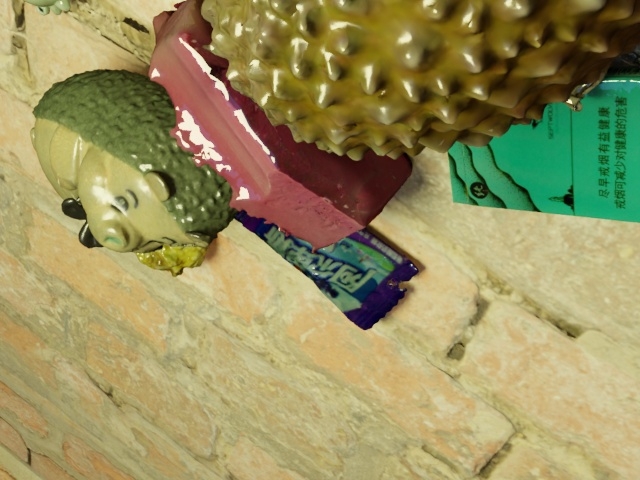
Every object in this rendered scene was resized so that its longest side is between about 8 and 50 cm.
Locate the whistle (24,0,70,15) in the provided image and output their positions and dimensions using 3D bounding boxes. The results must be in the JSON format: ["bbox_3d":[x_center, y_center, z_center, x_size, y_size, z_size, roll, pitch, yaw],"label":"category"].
[{"bbox_3d":[-0.377,-0.407,1.003,0.102,0.106,0.253,6,140,-5],"label":"whistle"}]

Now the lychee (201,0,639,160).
[{"bbox_3d":[0.096,-0.253,0.545,0.380,0.380,0.432,36,99,9],"label":"lychee"}]

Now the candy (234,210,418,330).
[{"bbox_3d":[0.000,0.000,1.058,0.275,0.070,0.145,42,129,6],"label":"candy"}]

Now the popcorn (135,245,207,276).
[{"bbox_3d":[-0.233,0.009,1.209,0.121,0.116,0.106,-22,124,1],"label":"popcorn"}]

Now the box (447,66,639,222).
[{"bbox_3d":[0.242,-0.104,0.809,0.226,0.042,0.161,8,125,32],"label":"box"}]

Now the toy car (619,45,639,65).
[{"bbox_3d":[0.310,-0.224,0.650,0.071,0.062,0.165,42,137,4],"label":"toy car"}]

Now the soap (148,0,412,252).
[{"bbox_3d":[-0.050,-0.147,0.878,0.127,0.220,0.325,-33,98,38],"label":"soap"}]

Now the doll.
[{"bbox_3d":[-0.240,-0.097,1.007,0.349,0.247,0.247,20,133,41],"label":"doll"}]

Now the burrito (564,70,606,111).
[{"bbox_3d":[0.178,-0.211,0.748,0.229,0.058,0.063,43,159,23],"label":"burrito"}]
